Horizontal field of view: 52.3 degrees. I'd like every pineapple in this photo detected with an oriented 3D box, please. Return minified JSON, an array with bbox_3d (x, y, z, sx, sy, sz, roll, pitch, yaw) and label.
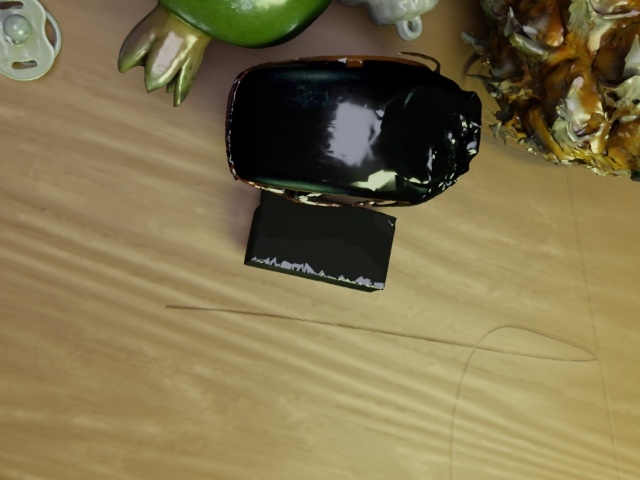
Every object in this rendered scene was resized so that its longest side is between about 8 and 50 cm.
[{"bbox_3d":[0.282,-0.207,0.548,0.353,0.352,0.300,2,109,-9],"label":"pineapple"}]

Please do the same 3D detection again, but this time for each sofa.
[{"bbox_3d":[0.000,0.000,0.686,0.147,0.060,0.085,12,81,-11],"label":"sofa"}]

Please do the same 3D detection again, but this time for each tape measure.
[{"bbox_3d":[0.026,-0.093,0.592,0.223,0.202,0.135,3,97,-2],"label":"tape measure"}]

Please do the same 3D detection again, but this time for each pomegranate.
[{"bbox_3d":[-0.084,-0.218,0.526,0.187,0.187,0.225,32,107,-13],"label":"pomegranate"}]

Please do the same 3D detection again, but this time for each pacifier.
[{"bbox_3d":[-0.273,-0.191,0.599,0.068,0.064,0.083,-13,103,-24],"label":"pacifier"}]

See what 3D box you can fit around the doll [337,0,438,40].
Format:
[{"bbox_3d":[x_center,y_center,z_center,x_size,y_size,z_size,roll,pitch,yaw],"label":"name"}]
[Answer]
[{"bbox_3d":[0.039,-0.327,0.595,0.138,0.119,0.293,-29,105,-38],"label":"doll"}]
